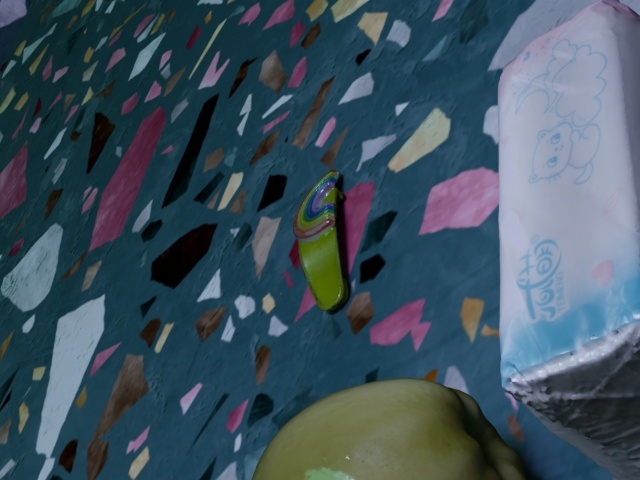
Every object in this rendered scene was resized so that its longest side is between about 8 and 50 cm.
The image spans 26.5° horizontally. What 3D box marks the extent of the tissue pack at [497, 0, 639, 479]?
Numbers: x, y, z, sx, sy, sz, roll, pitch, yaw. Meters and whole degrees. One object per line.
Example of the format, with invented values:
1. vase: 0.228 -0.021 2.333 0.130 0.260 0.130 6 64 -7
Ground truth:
1. tissue pack: 0.203 0.010 0.851 0.124 0.201 0.271 -26 40 32

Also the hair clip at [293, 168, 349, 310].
1. hair clip: 0.000 0.000 1.347 0.060 0.033 0.188 -42 31 26

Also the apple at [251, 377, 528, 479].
1. apple: 0.044 0.188 0.935 0.200 0.200 0.200 -38 34 31
